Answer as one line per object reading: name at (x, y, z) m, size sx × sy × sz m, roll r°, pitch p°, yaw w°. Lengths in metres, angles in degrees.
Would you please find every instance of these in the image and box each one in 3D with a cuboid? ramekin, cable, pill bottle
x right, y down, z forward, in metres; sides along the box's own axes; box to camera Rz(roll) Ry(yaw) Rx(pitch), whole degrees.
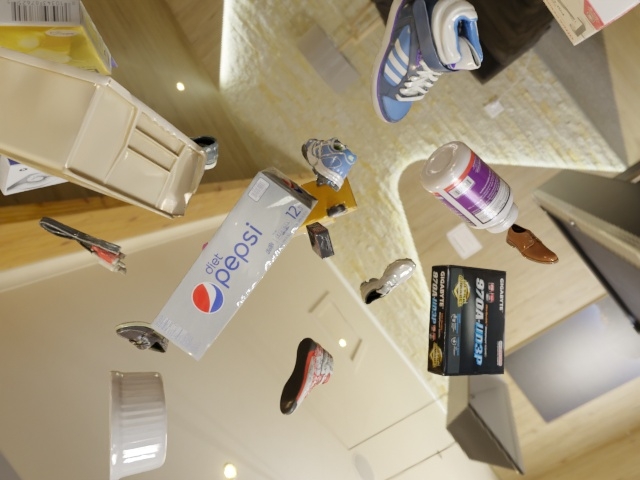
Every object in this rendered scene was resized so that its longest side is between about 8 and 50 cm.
ramekin at (-0.490, 0.481, 1.327) m, size 0.135 × 0.277 × 0.277 m, roll 0°, pitch -134°, yaw -23°
cable at (-0.697, 0.012, 1.462) m, size 0.288 × 0.139 × 0.072 m, roll 26°, pitch -113°, yaw -13°
pill bottle at (0.484, -0.159, 1.590) m, size 0.323 × 0.181 × 0.181 m, roll 34°, pitch -156°, yaw -26°

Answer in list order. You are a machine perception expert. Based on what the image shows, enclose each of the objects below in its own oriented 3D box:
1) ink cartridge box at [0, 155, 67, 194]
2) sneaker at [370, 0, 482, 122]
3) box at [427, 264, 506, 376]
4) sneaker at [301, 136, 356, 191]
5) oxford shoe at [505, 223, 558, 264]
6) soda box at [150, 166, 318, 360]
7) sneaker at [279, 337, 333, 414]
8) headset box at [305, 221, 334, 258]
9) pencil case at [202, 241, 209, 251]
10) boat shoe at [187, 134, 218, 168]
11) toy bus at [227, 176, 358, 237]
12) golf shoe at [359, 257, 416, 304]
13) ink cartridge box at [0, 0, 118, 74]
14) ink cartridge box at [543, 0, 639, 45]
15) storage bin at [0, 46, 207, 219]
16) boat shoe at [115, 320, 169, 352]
ink cartridge box at (-0.530, -0.151, 1.019) m, size 0.224 × 0.224 × 0.045 m, roll -22°, pitch -89°, yaw -37°
sneaker at (0.242, -0.384, 1.119) m, size 0.130 × 0.322 × 0.236 m, roll -15°, pitch -139°, yaw -31°
box at (0.306, 0.165, 1.031) m, size 0.175 × 0.051 × 0.220 m, roll 8°, pitch -97°, yaw -30°
sneaker at (0.020, -0.174, 1.035) m, size 0.080 × 0.081 × 0.211 m, roll 34°, pitch -166°, yaw -31°
oxford shoe at (0.697, 0.010, 1.651) m, size 0.212 × 0.076 × 0.075 m, roll 46°, pitch 150°, yaw 50°
soda box at (-0.125, 0.032, 0.734) m, size 0.091 × 0.286 × 0.098 m, roll 37°, pitch -166°, yaw -3°
sneaker at (-0.035, 0.478, 1.685) m, size 0.145 × 0.090 × 0.269 m, roll 42°, pitch -129°, yaw -32°
headset box at (0.000, 0.000, 1.082) m, size 0.083 × 0.032 × 0.062 m, roll -143°, pitch 35°, yaw -67°
pencil case at (-0.261, 0.042, 1.563) m, size 0.095 × 0.210 × 0.098 m, roll -28°, pitch -69°, yaw -75°
boat shoe at (-0.469, -0.296, 1.520) m, size 0.320 × 0.099 × 0.116 m, roll 6°, pitch -127°, yaw -22°
toy bus at (-0.071, -0.069, 1.305) m, size 0.130 × 0.333 × 0.108 m, roll 37°, pitch -147°, yaw -77°
golf shoe at (0.183, 0.117, 1.330) m, size 0.069 × 0.176 × 0.086 m, roll 45°, pitch -158°, yaw -16°
ink cartridge box at (-0.573, -0.362, 0.945) m, size 0.307 × 0.304 × 0.072 m, roll 148°, pitch 116°, yaw -79°
ink cartridge box at (0.599, -0.548, 1.121) m, size 0.158 × 0.092 × 0.218 m, roll 54°, pitch -163°, yaw -2°
storage bin at (-0.340, -0.144, 0.710) m, size 0.263 × 0.123 × 0.260 m, roll 18°, pitch 174°, yaw 17°
boat shoe at (-0.373, 0.209, 1.062) m, size 0.152 × 0.056 × 0.049 m, roll 37°, pitch -144°, yaw -58°
